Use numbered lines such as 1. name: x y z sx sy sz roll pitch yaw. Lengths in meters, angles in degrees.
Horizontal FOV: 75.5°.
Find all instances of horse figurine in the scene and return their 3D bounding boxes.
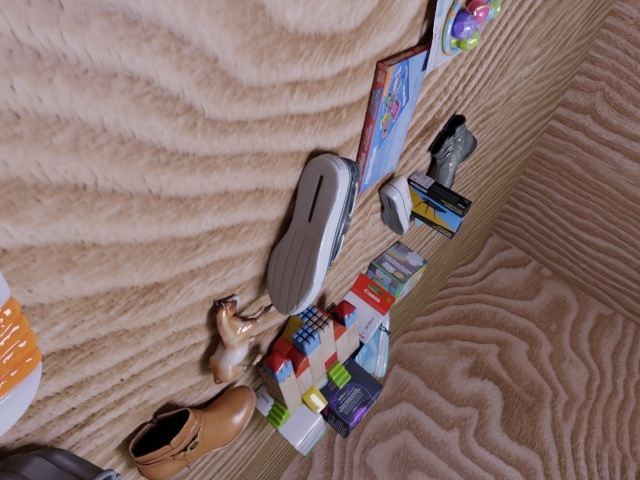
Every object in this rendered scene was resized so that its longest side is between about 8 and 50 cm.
1. horse figurine: -0.169 0.212 0.850 0.174 0.066 0.263 -23 141 -58

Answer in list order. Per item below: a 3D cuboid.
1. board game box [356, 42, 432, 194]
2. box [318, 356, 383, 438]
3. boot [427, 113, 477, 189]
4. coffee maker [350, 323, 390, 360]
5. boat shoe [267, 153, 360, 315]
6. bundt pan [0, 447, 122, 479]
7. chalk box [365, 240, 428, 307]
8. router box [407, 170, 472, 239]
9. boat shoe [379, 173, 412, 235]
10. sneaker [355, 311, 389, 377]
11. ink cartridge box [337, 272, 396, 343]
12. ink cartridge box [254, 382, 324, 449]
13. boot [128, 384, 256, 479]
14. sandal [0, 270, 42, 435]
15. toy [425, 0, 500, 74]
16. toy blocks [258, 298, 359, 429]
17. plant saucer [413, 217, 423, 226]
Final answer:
1. board game box: 0.137 -0.233 0.827 0.145 0.027 0.281 -38 153 -34
2. box: 0.033 0.443 1.287 0.165 0.270 0.143 -38 153 -30
3. boot: 0.341 -0.228 1.177 0.161 0.083 0.246 16 109 -54
4. coffee maker: 0.114 0.323 1.401 0.120 0.171 0.178 31 96 -28
5. boat shoe: 0.000 0.000 0.785 0.119 0.121 0.335 -13 133 -50
6. bundt pan: -0.431 0.414 0.524 0.330 0.124 0.331 -56 170 -15
7. chalk box: 0.236 0.124 1.387 0.213 0.132 0.132 -32 150 -37
8. router box: 0.321 -0.099 1.166 0.046 0.179 0.133 -42 155 -27
9. boat shoe: 0.215 -0.089 1.104 0.076 0.083 0.226 -47 155 -10
10. sneaker: 0.154 0.348 1.581 0.127 0.208 0.318 87 9 -66
11. ink cartridge box: 0.135 0.215 1.311 0.045 0.145 0.179 -14 136 -57
12. ink cartridge box: -0.093 0.547 1.291 0.117 0.201 0.278 -44 155 -21
13. boot: -0.268 0.394 0.903 0.283 0.109 0.220 -32 146 -25
14. sandal: -0.325 0.065 0.357 0.102 0.076 0.265 -39 136 -61
15. toy: 0.286 -0.413 0.782 0.237 0.056 0.136 -44 147 -35
16. toy blocks: -0.026 0.284 1.114 0.381 0.191 0.260 -39 142 -28
17. plant saucer: 0.355 -0.135 1.356 0.195 0.037 0.195 -41 153 -26
